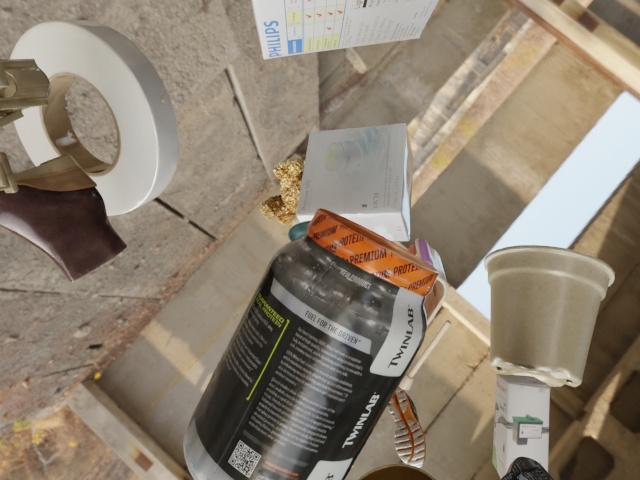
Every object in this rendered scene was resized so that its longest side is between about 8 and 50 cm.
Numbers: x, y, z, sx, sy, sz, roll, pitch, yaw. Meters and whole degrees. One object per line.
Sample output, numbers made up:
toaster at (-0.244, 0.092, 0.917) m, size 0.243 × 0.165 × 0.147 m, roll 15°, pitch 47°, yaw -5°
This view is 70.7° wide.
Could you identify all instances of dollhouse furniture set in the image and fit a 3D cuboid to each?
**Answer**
dollhouse furniture set at (-0.388, -0.143, 0.577) m, size 0.181 × 0.161 × 0.101 m, roll 4°, pitch -159°, yaw 40°

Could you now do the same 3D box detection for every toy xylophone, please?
toy xylophone at (0.189, 0.165, 0.982) m, size 0.236 × 0.081 × 0.323 m, roll -86°, pitch -164°, yaw -67°

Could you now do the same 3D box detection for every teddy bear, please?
teddy bear at (-0.053, -0.133, 1.342) m, size 0.245 × 0.113 × 0.338 m, roll -18°, pitch 150°, yaw -36°

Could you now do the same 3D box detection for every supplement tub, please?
supplement tub at (-0.008, 0.146, 0.555) m, size 0.338 × 0.207 × 0.207 m, roll -62°, pitch 172°, yaw 8°

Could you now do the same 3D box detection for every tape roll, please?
tape roll at (-0.473, -0.241, 0.936) m, size 0.392 × 0.392 × 0.072 m, roll -53°, pitch 178°, yaw 33°

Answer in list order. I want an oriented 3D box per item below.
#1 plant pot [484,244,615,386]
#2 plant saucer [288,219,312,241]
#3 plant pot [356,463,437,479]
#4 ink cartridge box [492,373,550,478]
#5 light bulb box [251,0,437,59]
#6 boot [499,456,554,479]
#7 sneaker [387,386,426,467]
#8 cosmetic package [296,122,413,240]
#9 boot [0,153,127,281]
plant pot at (0.601, 0.220, 1.234) m, size 0.334 × 0.333 × 0.306 m, roll 114°, pitch -7°, yaw -70°
plant saucer at (0.000, 0.000, 0.820) m, size 0.119 × 0.119 × 0.021 m, roll -41°, pitch 144°, yaw -51°
plant pot at (0.183, 0.660, 0.950) m, size 0.237 × 0.255 × 0.237 m, roll -17°, pitch -157°, yaw 8°
ink cartridge box at (0.462, 0.431, 1.047) m, size 0.160 × 0.092 × 0.220 m, roll 41°, pitch 53°, yaw -75°
light bulb box at (0.039, -0.540, 0.843) m, size 0.360 × 0.226 × 0.358 m, roll -8°, pitch 178°, yaw -2°
boot at (0.306, 0.442, 0.751) m, size 0.197 × 0.077 × 0.137 m, roll 14°, pitch 114°, yaw -42°
sneaker at (0.242, 0.505, 1.237) m, size 0.084 × 0.215 × 0.083 m, roll -21°, pitch 151°, yaw 19°
cosmetic package at (0.083, -0.124, 1.004) m, size 0.138 × 0.224 × 0.224 m, roll 55°, pitch 38°, yaw -58°
boot at (-0.477, -0.015, 0.771) m, size 0.090 × 0.207 × 0.248 m, roll -3°, pitch -153°, yaw 42°
